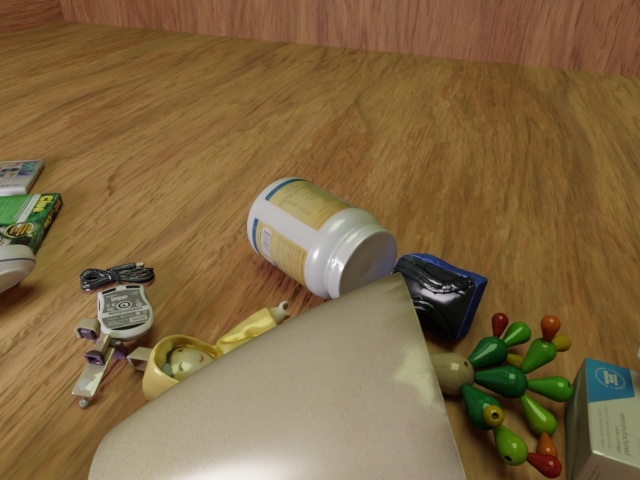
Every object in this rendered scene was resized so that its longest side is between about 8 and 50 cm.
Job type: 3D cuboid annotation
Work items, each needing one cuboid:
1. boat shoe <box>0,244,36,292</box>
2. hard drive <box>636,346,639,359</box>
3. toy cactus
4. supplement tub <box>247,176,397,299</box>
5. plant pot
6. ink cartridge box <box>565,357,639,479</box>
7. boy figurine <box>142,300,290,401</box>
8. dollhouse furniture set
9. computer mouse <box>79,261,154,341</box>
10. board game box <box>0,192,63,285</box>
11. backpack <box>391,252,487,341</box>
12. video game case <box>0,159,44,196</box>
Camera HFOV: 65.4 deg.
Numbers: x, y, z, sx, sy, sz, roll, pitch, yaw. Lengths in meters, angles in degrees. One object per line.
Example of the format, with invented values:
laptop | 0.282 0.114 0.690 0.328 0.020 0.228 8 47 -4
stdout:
boat shoe | -0.496 0.093 0.653 0.258 0.095 0.084 -32 76 -31
hard drive | 0.504 0.149 0.544 0.319 0.040 0.210 0 26 -44
toy cactus | 0.194 0.158 0.578 0.181 0.112 0.219 4 40 21
supplement tub | 0.000 0.000 0.754 0.144 0.144 0.200 -26 42 -35
plant pot | -0.032 0.183 0.410 0.274 0.256 0.256 -15 33 5
ink cartridge box | 0.378 0.219 0.497 0.231 0.078 0.134 14 35 16
boy figurine | -0.058 0.141 0.583 0.285 0.092 0.177 0 42 -7
dollhouse furniture set | -0.229 0.153 0.579 0.114 0.091 0.081 8 49 4
computer mouse | -0.278 0.091 0.698 0.106 0.042 0.193 -8 28 -22
board game box | -0.543 -0.007 0.845 0.136 0.030 0.259 -5 34 -7
backpack | 0.159 0.074 0.698 0.120 0.097 0.101 23 10 29
video game case | -0.673 -0.127 1.031 0.157 0.019 0.143 -6 34 -10
